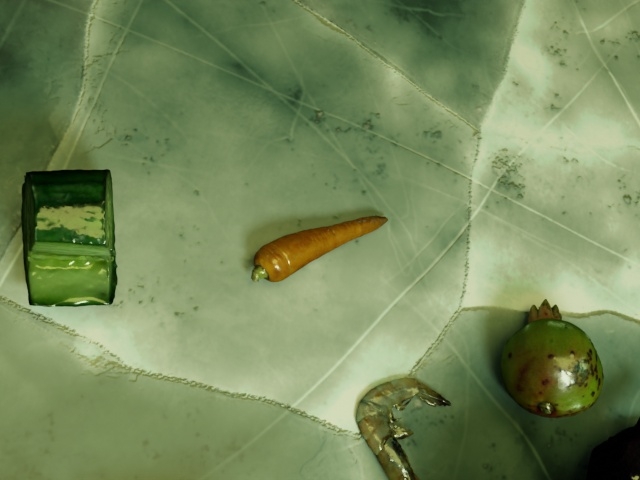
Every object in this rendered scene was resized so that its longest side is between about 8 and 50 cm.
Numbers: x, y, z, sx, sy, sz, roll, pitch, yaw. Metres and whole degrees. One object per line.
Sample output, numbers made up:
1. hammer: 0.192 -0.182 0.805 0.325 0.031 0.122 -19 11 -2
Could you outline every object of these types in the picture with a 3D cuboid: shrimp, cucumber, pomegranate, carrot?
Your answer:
1. shrimp: 0.146 0.297 1.314 0.148 0.035 0.195 -25 81 -25
2. cucumber: -0.334 -0.017 1.181 0.130 0.191 0.191 -5 75 -20
3. pomegranate: 0.358 0.183 1.362 0.159 0.159 0.205 19 44 -11
4. carrot: 0.000 0.000 1.348 0.257 0.061 0.061 -25 82 -26

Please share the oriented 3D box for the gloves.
1. gloves: 0.497 0.355 1.344 0.301 0.152 0.197 -17 106 -33
